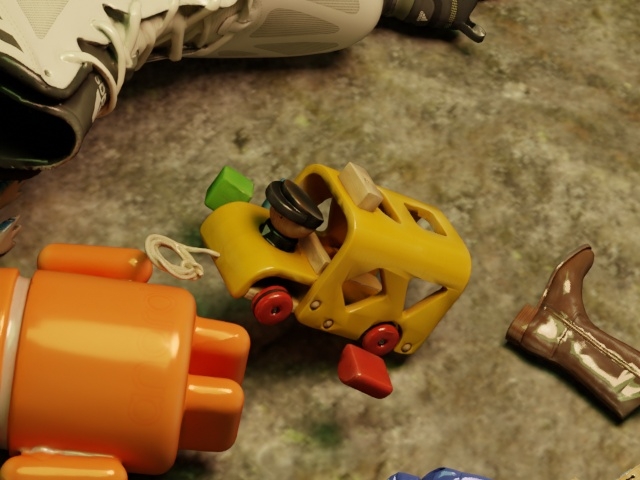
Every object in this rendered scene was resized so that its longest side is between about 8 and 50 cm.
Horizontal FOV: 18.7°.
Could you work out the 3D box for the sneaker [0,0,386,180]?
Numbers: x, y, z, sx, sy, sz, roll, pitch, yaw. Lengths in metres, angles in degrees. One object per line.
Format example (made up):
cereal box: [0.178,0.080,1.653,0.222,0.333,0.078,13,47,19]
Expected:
sneaker: [-0.145,-0.136,1.416,0.448,0.169,0.257,4,49,-22]

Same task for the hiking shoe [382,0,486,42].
hiking shoe: [0.115,-0.256,1.652,0.114,0.086,0.227,24,55,-7]

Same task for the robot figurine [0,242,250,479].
robot figurine: [-0.159,0.083,1.273,0.219,0.158,0.128,7,4,-5]

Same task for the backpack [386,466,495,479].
backpack: [0.069,0.215,1.226,0.101,0.098,0.120,12,61,12]

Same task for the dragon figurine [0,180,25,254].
dragon figurine: [-0.305,-0.019,1.357,0.144,0.085,0.289,25,46,14]

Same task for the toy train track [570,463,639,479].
toy train track: [0.202,0.170,1.339,0.083,0.014,0.048,-28,60,-30]

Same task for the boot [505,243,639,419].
boot: [0.208,0.066,1.412,0.114,0.037,0.106,32,65,20]

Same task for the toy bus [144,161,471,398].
toy bus: [0.007,0.000,1.338,0.191,0.104,0.202,38,21,2]
